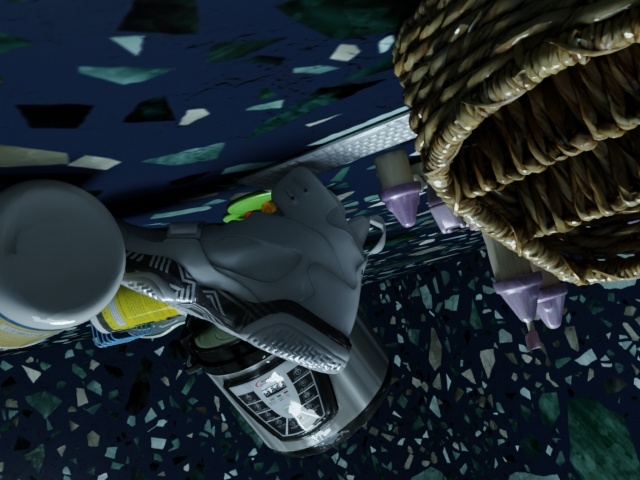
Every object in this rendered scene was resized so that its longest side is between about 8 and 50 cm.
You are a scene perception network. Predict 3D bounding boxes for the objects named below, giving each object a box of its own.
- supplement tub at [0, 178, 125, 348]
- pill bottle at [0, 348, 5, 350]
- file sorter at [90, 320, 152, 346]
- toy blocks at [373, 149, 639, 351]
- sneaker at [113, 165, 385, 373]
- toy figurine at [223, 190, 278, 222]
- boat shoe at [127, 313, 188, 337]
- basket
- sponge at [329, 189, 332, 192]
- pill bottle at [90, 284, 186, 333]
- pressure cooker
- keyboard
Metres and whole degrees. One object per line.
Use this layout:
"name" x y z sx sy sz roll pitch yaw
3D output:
"supplement tub" -0.304 0.032 0.694 0.144 0.144 0.199 -6 170 -42
"pill bottle" -0.658 0.167 1.241 0.094 0.094 0.169 -18 171 32
"file sorter" -0.524 0.212 1.769 0.118 0.105 0.170 -8 171 -34
"toy blocks" 0.247 -0.013 0.849 0.308 0.260 0.288 -19 174 33
"sneaker" -0.103 0.002 0.833 0.365 0.210 0.137 23 170 8
"toy figurine" -0.066 0.021 0.975 0.130 0.159 0.173 -7 170 -40
"boat shoe" -0.415 0.185 1.860 0.319 0.116 0.099 -14 145 17
"basket" 0.204 -0.086 0.433 0.213 0.223 0.299 -8 171 -37
"sponge" 0.000 0.000 1.091 0.031 0.117 0.210 -13 172 -12
"pill bottle" -0.291 0.082 1.176 0.208 0.119 0.119 -14 172 5
"pressure cooker" -0.087 0.225 1.527 0.375 0.420 0.370 -8 -148 52
"keyboard" 0.024 -0.102 0.783 0.256 0.014 0.072 -18 171 28
